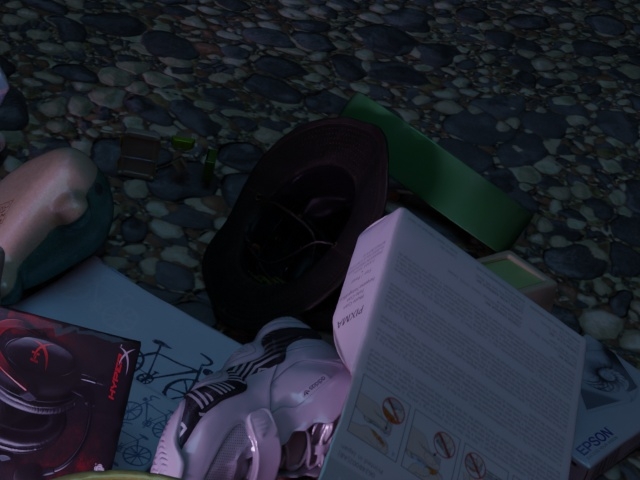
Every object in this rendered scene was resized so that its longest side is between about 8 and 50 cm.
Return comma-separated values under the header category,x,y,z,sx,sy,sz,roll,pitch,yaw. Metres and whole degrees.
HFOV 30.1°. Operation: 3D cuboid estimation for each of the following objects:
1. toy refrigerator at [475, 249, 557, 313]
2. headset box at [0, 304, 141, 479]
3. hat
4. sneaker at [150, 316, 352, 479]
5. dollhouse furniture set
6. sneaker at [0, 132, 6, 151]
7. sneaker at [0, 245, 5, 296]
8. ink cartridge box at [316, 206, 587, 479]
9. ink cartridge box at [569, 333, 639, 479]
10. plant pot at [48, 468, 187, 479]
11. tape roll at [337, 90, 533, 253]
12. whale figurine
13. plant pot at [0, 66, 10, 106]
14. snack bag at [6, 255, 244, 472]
category,x,y,z,sx,sy,sz,roll,pitch,yaw
toy refrigerator,0.185,0.094,1.609,0.269,0.094,0.102,-14,36,-32
headset box,-0.350,0.176,1.180,0.293,0.110,0.218,17,66,-14
hat,0.000,0.000,1.609,0.134,0.331,0.331,39,17,-36
sneaker,-0.032,0.222,1.319,0.210,0.137,0.366,21,32,17
dollhouse furniture set,-0.237,-0.132,1.846,0.152,0.076,0.058,10,21,-7
sneaker,-0.549,-0.177,1.817,0.152,0.058,0.084,5,42,0
sneaker,-0.377,0.134,1.311,0.118,0.110,0.292,7,61,-3
ink cartridge box,0.141,0.192,1.327,0.308,0.091,0.385,35,48,-18
ink cartridge box,0.318,0.199,1.550,0.223,0.045,0.224,-23,47,-41
plant pot,-0.169,0.371,0.951,0.276,0.254,0.276,9,34,-6
tape roll,0.163,-0.099,1.762,0.321,0.077,0.321,36,5,-3
whale figurine,-0.366,0.004,1.548,0.216,0.141,0.272,-18,36,32
plant pot,-0.607,-0.197,1.629,0.248,0.252,0.247,-15,63,-35
snack bag,-0.264,0.152,1.442,0.323,0.037,0.342,27,36,22
